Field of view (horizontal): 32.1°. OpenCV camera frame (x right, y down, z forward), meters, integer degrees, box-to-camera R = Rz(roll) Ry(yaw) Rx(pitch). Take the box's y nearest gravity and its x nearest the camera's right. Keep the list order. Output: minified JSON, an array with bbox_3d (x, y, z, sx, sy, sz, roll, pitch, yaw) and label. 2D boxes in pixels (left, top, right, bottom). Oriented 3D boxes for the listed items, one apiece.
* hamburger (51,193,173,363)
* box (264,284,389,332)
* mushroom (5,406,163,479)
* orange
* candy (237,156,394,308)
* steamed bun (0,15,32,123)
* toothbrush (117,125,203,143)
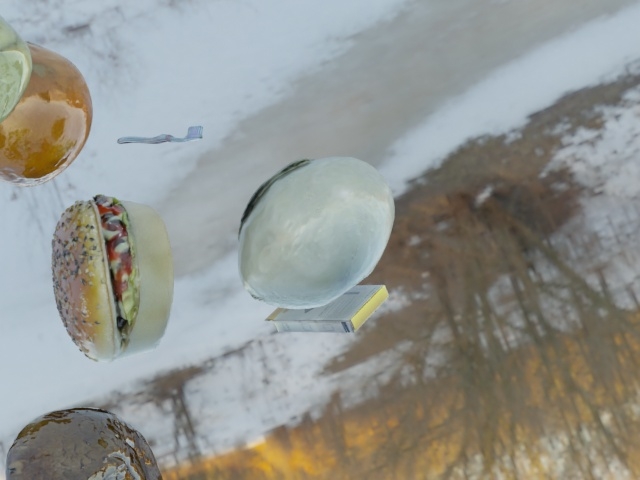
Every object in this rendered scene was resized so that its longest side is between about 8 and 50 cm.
[{"bbox_3d":[-0.362,0.062,1.887,0.176,0.300,0.300,-4,164,-25],"label":"hamburger"},{"bbox_3d":[0.011,0.137,2.240,0.247,0.033,0.129,-3,-149,46],"label":"box"},{"bbox_3d":[-0.255,0.287,1.283,0.138,0.194,0.231,-40,158,9],"label":"mushroom"},{"bbox_3d":[-0.506,-0.215,1.827,0.261,0.261,0.261,-20,171,-3],"label":"orange"},{"bbox_3d":[0.000,0.000,1.794,0.295,0.185,0.295,-28,142,-24],"label":"candy"},{"bbox_3d":[-0.539,-0.229,1.508,0.273,0.232,0.166,-38,154,-37],"label":"steamed bun"},{"bbox_3d":[-0.208,-0.132,1.423,0.013,0.019,0.193,13,172,-41],"label":"toothbrush"}]
